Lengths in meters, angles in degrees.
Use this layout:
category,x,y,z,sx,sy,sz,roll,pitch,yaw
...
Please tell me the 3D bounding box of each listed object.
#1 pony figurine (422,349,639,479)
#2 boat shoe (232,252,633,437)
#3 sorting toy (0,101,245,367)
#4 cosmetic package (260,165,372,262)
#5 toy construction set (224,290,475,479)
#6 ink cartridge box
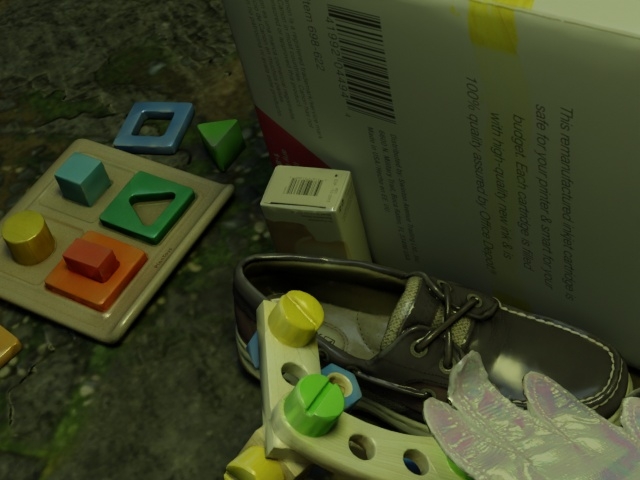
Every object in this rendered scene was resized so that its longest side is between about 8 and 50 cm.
category,x,y,z,sx,sy,sz,roll,pitch,yaw
pony figurine,0.266,0.125,0.448,0.302,0.363,0.351,5,36,-45
boat shoe,0.064,0.068,0.711,0.285,0.092,0.103,12,52,24
sorting toy,-0.197,-0.014,0.890,0.196,0.047,0.348,16,54,27
cosmetic package,0.000,0.000,0.777,0.060,0.115,0.041,5,50,20
toy construction set,-0.002,0.198,0.546,0.215,0.151,0.328,32,55,-4
ink cartridge box,0.145,-0.087,0.708,0.384,0.279,0.160,23,55,31
